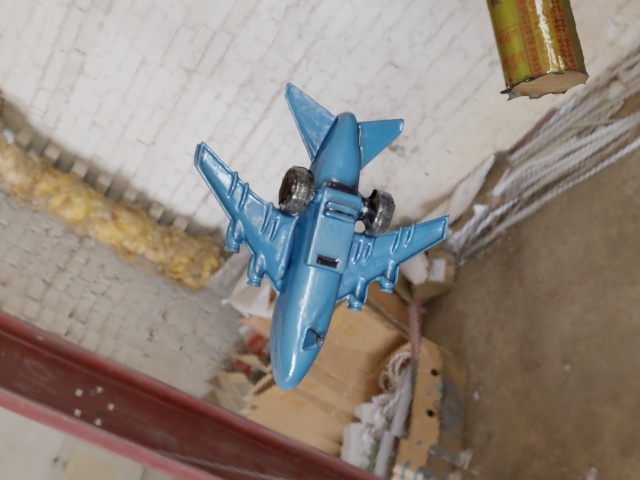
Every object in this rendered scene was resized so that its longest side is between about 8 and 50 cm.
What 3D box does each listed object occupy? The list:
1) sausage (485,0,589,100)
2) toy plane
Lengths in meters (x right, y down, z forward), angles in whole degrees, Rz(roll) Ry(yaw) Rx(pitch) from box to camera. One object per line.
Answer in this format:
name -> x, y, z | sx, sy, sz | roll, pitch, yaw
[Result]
sausage -> 0.163, -0.315, 0.729 | 0.082, 0.082, 0.372 | 161, 99, -67
toy plane -> 0.000, 0.000, 0.728 | 0.105, 0.254, 0.271 | 151, 131, -66
